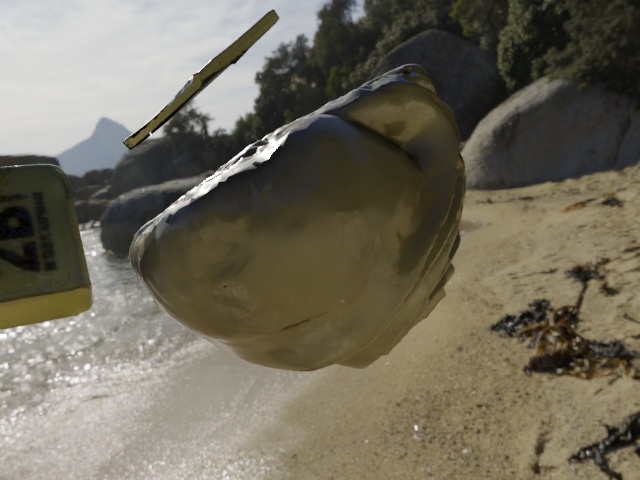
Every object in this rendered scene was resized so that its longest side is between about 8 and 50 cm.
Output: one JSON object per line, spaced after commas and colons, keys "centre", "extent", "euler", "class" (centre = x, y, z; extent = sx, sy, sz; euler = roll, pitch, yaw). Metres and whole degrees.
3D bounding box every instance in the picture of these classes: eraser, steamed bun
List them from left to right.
{"centre": [-0.315, 0.002, 0.608], "extent": [0.117, 0.172, 0.058], "euler": [-10, -30, -24], "class": "eraser"}
{"centre": [-0.007, 0.006, 0.552], "extent": [0.310, 0.219, 0.324], "euler": [-39, 9, -30], "class": "steamed bun"}

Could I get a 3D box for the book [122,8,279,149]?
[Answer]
{"centre": [-0.159, -0.201, 0.751], "extent": [0.231, 0.026, 0.157], "euler": [-17, 29, 50], "class": "book"}
